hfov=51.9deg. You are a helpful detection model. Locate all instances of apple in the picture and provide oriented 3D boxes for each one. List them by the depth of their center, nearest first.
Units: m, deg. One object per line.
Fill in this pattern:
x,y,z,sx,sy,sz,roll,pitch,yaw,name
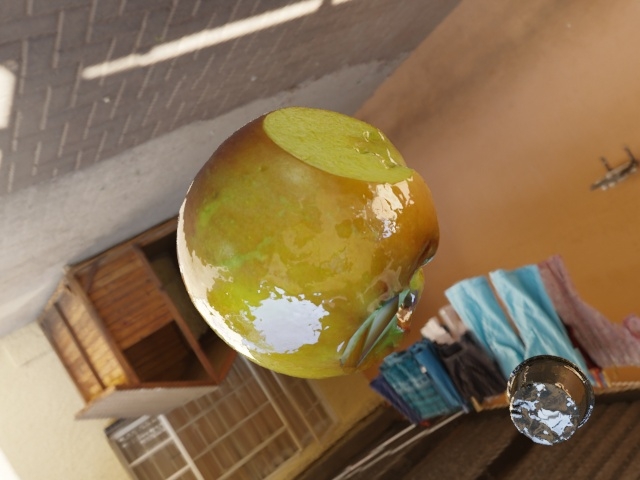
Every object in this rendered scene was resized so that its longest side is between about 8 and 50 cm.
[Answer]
0.000,0.000,0.927,0.384,0.374,0.374,-40,-177,-21,apple

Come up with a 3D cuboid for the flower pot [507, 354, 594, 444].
0.415,0.298,1.206,0.157,0.157,0.107,-32,172,25,flower pot
